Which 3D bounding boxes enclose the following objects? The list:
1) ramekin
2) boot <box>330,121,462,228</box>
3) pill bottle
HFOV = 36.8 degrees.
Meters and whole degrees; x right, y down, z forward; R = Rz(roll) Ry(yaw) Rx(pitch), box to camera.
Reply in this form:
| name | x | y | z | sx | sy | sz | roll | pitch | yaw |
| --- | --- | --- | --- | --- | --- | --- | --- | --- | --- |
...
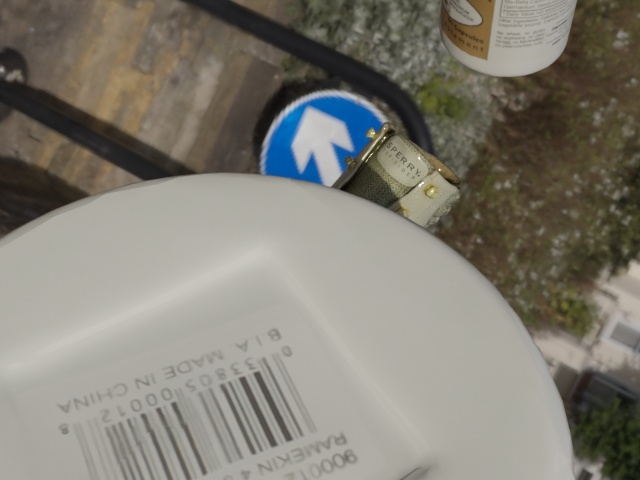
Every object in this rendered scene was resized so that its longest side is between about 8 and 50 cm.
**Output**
| name | x | y | z | sx | sy | sz | roll | pitch | yaw |
| --- | --- | --- | --- | --- | --- | --- | --- | --- | --- |
| ramekin | -0.039 | 0.100 | 0.367 | 0.277 | 0.277 | 0.135 | -49 | 155 | -36 |
| boot | 0.000 | 0.000 | 0.597 | 0.165 | 0.077 | 0.213 | -46 | 161 | 18 |
| pill bottle | 0.183 | -0.277 | 0.893 | 0.131 | 0.131 | 0.229 | -52 | 157 | -31 |
